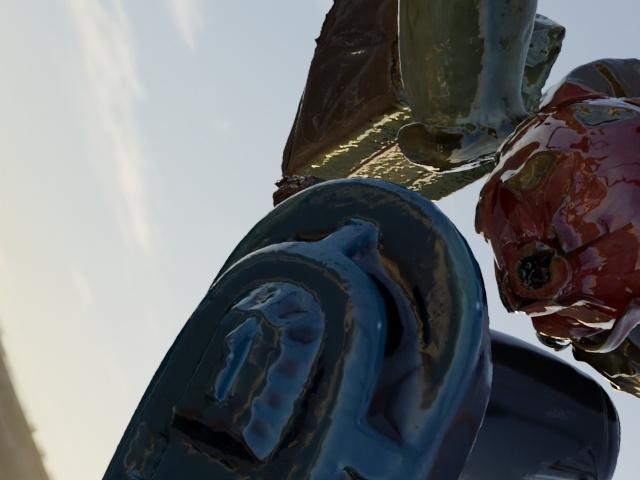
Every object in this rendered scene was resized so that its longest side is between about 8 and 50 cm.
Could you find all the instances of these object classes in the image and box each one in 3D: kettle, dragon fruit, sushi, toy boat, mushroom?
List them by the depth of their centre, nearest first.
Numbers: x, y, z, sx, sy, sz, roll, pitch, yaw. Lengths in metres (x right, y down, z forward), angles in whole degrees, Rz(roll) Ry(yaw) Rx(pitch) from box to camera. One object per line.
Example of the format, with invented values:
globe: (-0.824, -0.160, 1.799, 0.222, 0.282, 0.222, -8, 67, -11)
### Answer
toy boat: (-0.038, 0.102, 0.632, 0.134, 0.299, 0.092, 18, -14, 31)
dragon fruit: (0.146, -0.012, 0.846, 0.133, 0.166, 0.136, -20, -80, 33)
mushroom: (0.102, -0.197, 1.082, 0.081, 0.100, 0.312, 28, -61, 58)
sushi: (0.003, -0.001, 1.289, 0.060, 0.061, 0.118, -45, -120, 53)
kettle: (0.112, 0.152, 1.437, 0.268, 0.290, 0.207, -121, -143, -68)

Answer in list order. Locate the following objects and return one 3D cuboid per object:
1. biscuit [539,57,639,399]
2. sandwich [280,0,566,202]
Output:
biscuit: (0.301, -0.011, 1.492, 0.103, 0.332, 0.332, -33, -103, 44)
sandwich: (0.085, -0.115, 1.419, 0.227, 0.155, 0.198, -69, -157, 12)
